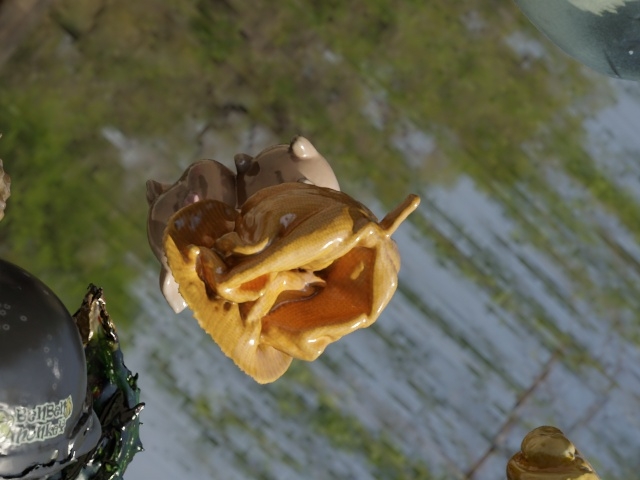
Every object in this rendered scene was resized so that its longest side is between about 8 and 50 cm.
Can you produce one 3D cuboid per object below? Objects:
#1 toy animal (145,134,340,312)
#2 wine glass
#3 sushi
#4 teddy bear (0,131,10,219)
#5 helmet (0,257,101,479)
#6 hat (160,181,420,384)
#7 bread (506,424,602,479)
[{"bbox_3d":[-0.095,-0.034,2.172,0.250,0.154,0.166,-15,-127,15],"label":"toy animal"},{"bbox_3d":[0.336,-0.239,1.911,0.190,0.357,0.190,-34,165,-10],"label":"wine glass"},{"bbox_3d":[-0.267,0.207,2.090,0.140,0.149,0.287,-9,-121,64],"label":"sushi"},{"bbox_3d":[-0.321,-0.026,0.890,0.222,0.296,0.246,-65,-155,2],"label":"teddy bear"},{"bbox_3d":[-0.290,0.086,1.449,0.230,0.279,0.160,25,-69,36],"label":"helmet"},{"bbox_3d":[0.000,0.000,1.881,0.233,0.244,0.233,-27,-138,22],"label":"hat"},{"bbox_3d":[0.229,0.249,1.603,0.084,0.177,0.119,-32,-174,3],"label":"bread"}]
